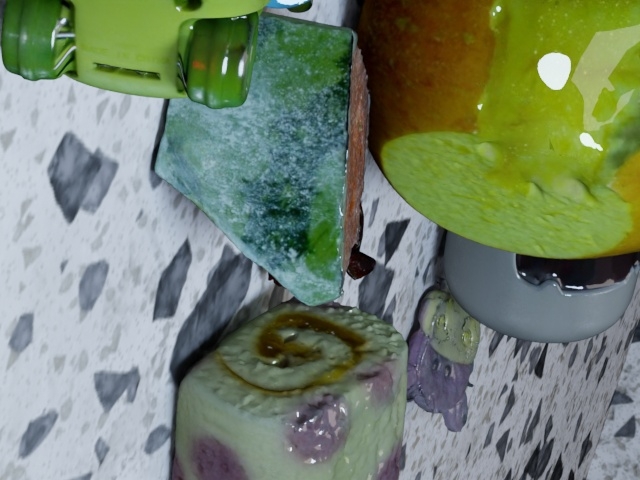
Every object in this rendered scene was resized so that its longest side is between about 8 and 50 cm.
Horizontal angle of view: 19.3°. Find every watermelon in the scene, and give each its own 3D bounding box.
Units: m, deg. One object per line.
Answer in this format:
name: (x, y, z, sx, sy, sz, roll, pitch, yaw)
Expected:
watermelon: (-0.017, -0.068, 1.361, 0.256, 0.140, 0.193, -28, 129, -76)

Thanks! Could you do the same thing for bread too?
bread: (-0.025, 0.226, 1.529, 0.187, 0.155, 0.338, -39, 144, -49)

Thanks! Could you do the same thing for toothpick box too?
toothpick box: (0.229, -0.040, 1.919, 0.229, 0.229, 0.316, -43, 147, -54)

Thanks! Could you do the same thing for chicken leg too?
chicken leg: (0.001, -0.006, 1.547, 0.219, 0.048, 0.089, -6, 116, -69)

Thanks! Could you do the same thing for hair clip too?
hair clip: (0.132, 0.121, 2.012, 0.187, 0.056, 0.146, 43, 60, -66)

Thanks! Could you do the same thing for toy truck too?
toy truck: (-0.092, -0.175, 1.028, 0.210, 0.148, 0.187, -80, 178, -56)

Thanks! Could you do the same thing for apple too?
apple: (0.217, -0.153, 1.561, 0.384, 0.374, 0.374, -4, 111, -70)

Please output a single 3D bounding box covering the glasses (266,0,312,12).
glasses: (0.010, -0.248, 1.268, 0.239, 0.102, 0.207, -69, 160, -8)
